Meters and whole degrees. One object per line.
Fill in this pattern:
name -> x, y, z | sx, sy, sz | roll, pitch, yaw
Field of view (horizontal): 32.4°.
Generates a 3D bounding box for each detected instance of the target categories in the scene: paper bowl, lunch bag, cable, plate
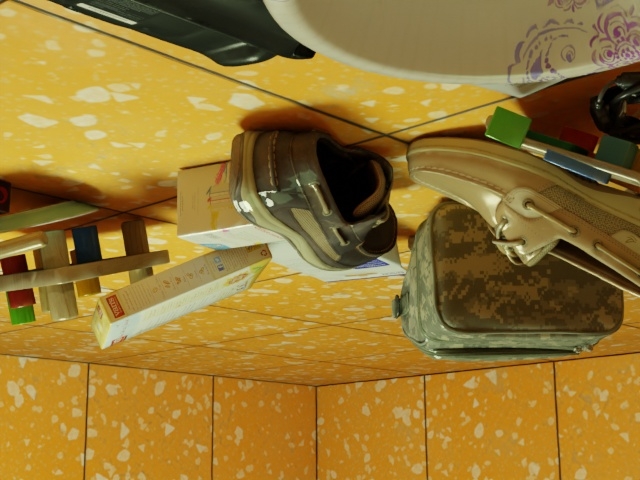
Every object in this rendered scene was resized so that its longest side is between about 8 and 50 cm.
paper bowl -> 0.105, -0.205, 0.625 | 0.284, 0.148, 0.284 | -1, 167, 0
lunch bag -> 0.278, 0.075, 1.654 | 0.305, 0.213, 0.256 | 1, 164, -9
cable -> 0.355, -0.142, 1.138 | 0.150, 0.047, 0.184 | -12, 166, 15
plate -> -0.396, -0.031, 1.508 | 0.188, 0.024, 0.188 | -12, -174, 1

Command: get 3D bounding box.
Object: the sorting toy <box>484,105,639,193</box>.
sorting toy -> 0.293, -0.092, 1.176 | 0.196, 0.047, 0.347 | 27, -170, 29

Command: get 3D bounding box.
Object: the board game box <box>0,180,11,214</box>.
board game box -> -0.588, -0.075, 1.373 | 0.208, 0.056, 0.346 | -5, 167, 34

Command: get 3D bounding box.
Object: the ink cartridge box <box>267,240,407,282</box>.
ink cartridge box -> 0.000, 0.000, 1.665 | 0.165, 0.065, 0.332 | -7, 164, 27

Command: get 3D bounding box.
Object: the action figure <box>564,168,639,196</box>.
action figure -> 0.432, -0.010, 1.451 | 0.275, 0.141, 0.164 | 10, 132, -23

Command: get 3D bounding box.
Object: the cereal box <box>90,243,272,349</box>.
cereal box -> -0.195, 0.071, 1.524 | 0.240, 0.047, 0.173 | -22, 170, -21

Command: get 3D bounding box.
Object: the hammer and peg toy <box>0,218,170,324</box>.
hammer and peg toy -> -0.409, 0.056, 1.560 | 0.265, 0.127, 0.361 | -8, -178, 27

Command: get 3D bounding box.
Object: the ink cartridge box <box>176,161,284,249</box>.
ink cartridge box -> -0.099, -0.047, 1.405 | 0.143, 0.090, 0.092 | -8, 165, 25

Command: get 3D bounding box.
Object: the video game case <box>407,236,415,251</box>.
video game case -> 0.259, 0.017, 1.834 | 0.201, 0.023, 0.183 | -3, 167, 14

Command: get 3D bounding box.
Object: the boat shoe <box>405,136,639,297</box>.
boat shoe -> 0.253, -0.027, 1.289 | 0.341, 0.110, 0.121 | 20, 171, 7

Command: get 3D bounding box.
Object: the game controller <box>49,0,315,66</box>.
game controller -> -0.133, -0.202, 0.853 | 0.319, 0.067, 0.166 | 13, 175, -43

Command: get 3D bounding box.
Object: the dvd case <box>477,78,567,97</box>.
dvd case -> 0.151, -0.185, 0.979 | 0.253, 0.022, 0.180 | 9, 164, -33

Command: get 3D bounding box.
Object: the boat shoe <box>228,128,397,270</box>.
boat shoe -> 0.025, -0.043, 1.341 | 0.130, 0.132, 0.355 | -7, 166, 27
